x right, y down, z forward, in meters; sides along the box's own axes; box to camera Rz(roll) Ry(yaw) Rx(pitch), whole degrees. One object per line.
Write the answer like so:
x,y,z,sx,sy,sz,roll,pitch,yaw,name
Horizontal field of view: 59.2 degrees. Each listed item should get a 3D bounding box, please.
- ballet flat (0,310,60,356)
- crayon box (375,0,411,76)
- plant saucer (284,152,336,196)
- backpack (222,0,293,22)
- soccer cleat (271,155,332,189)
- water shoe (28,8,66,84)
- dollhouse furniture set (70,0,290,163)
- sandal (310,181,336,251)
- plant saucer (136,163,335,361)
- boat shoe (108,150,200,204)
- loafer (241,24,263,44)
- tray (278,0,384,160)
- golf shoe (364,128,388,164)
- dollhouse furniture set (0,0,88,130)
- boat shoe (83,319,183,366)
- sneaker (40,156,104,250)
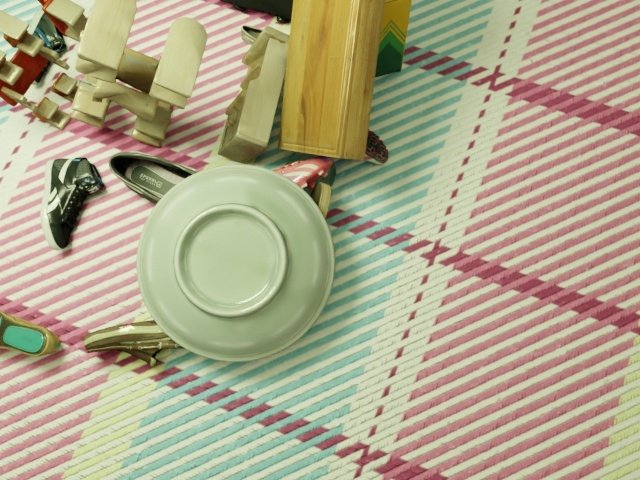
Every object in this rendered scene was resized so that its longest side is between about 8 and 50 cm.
-0.657,0.196,1.190,0.232,0.073,0.080,18,81,13,ballet flat
0.121,-0.527,1.210,0.083,0.323,0.203,-15,75,-1,crayon box
-0.023,-0.150,1.275,0.119,0.021,0.119,-1,75,3,plant saucer
-0.090,-0.742,1.331,0.290,0.273,0.355,21,66,9,backpack
-0.091,-0.126,1.221,0.248,0.083,0.095,-33,84,12,soccer cleat
-0.662,-0.472,1.361,0.080,0.073,0.203,4,76,1,water shoe
-0.289,-0.359,1.181,0.394,0.362,0.256,17,76,-22,dollhouse furniture set
0.003,0.001,1.204,0.079,0.088,0.240,14,91,-24,sandal
-0.169,0.041,1.097,0.400,0.100,0.400,0,86,-1,plant saucer
-0.311,-0.109,1.209,0.335,0.095,0.112,21,90,20,boat shoe
-0.135,-0.487,1.357,0.125,0.039,0.045,18,76,7,loafer
0.019,-0.378,1.125,0.203,0.076,0.411,18,106,47,tray
0.065,-0.220,1.269,0.186,0.086,0.067,27,55,-10,golf shoe
-0.630,-0.418,1.250,0.135,0.262,0.259,27,78,11,dollhouse furniture set
-0.357,0.214,1.161,0.257,0.095,0.095,-11,81,0,boat shoe
-0.546,-0.091,1.253,0.121,0.079,0.217,-9,74,2,sneaker
